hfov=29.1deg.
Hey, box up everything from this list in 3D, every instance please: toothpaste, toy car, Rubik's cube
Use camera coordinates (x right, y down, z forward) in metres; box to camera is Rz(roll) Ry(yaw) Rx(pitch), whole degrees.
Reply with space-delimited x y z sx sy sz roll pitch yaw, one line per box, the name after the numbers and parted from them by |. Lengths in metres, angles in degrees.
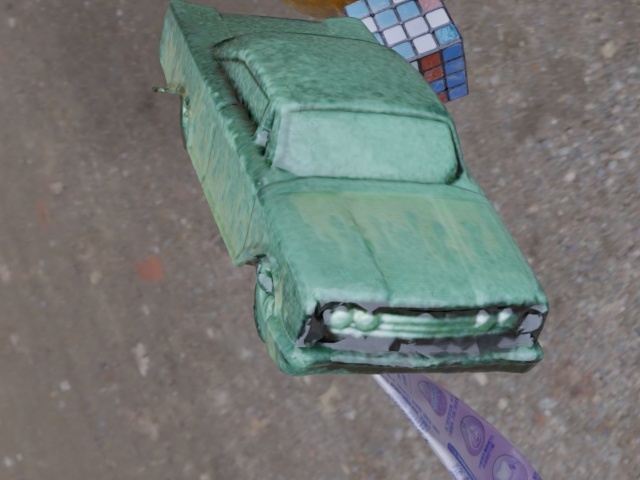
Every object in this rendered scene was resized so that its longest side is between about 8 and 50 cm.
0.099 0.152 0.999 0.048 0.075 0.301 -37 111 22 | toothpaste
0.002 -0.048 0.658 0.320 0.142 0.097 -116 34 -52 | toy car
0.084 -0.185 1.203 0.092 0.092 0.092 -22 60 0 | Rubik's cube

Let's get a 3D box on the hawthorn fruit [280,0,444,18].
0.079 -0.377 1.448 0.301 0.268 0.267 19 112 12 | hawthorn fruit
